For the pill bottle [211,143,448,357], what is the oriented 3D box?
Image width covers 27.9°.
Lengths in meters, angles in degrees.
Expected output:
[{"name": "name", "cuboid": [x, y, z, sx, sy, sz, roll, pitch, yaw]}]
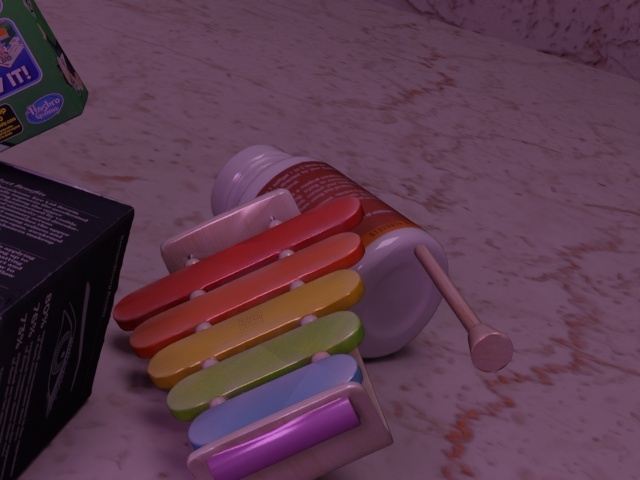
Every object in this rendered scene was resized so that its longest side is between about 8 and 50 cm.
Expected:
[{"name": "pill bottle", "cuboid": [0.000, 0.000, 1.124, 0.121, 0.121, 0.216, -3, 29, -41]}]

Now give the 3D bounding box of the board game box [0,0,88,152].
[{"name": "board game box", "cuboid": [-0.340, -0.111, 0.812, 0.317, 0.213, 0.046, -25, 25, 5]}]

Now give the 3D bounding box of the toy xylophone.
[{"name": "toy xylophone", "cuboid": [-0.012, 0.060, 0.901, 0.236, 0.081, 0.322, -28, 27, -6]}]

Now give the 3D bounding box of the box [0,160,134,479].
[{"name": "box", "cuboid": [-0.211, 0.058, 0.788, 0.108, 0.153, 0.207, 19, 20, 6]}]
